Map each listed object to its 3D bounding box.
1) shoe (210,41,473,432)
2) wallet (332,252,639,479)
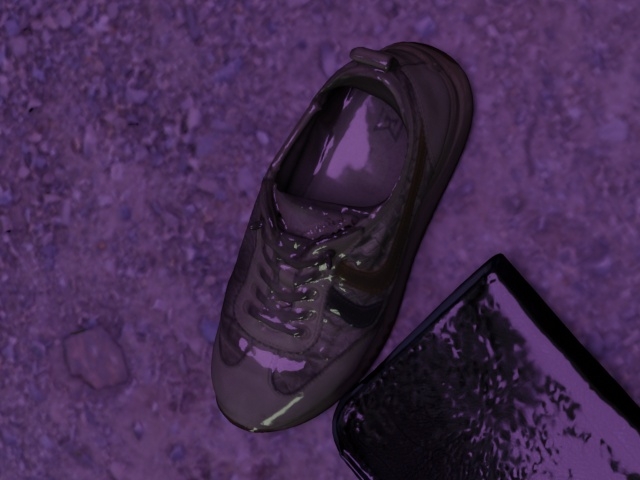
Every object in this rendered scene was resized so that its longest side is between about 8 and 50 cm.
[{"bbox_3d":[0.000,0.000,0.697,0.103,0.098,0.275,26,101,23],"label":"shoe"},{"bbox_3d":[0.154,0.179,0.666,0.172,0.045,0.318,-45,75,12],"label":"wallet"}]
